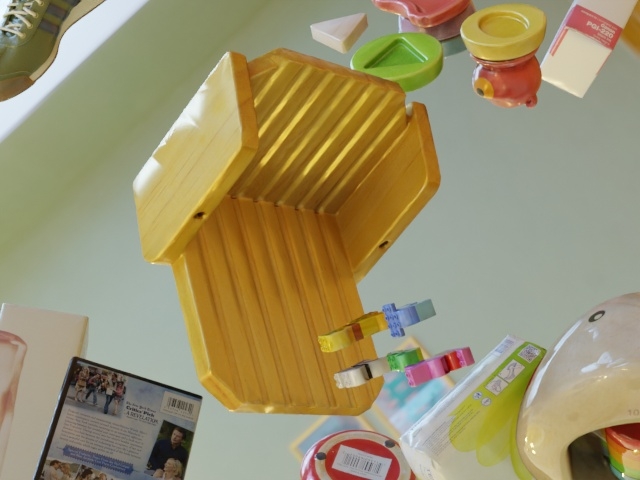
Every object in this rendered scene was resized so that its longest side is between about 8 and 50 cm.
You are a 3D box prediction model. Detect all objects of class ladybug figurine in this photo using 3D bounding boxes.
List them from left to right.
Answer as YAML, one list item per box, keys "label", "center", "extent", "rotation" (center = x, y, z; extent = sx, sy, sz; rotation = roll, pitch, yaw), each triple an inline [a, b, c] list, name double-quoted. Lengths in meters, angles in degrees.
- label: "ladybug figurine"
  center: [0.384, 0.198, 1.505]
  extent: [0.449, 0.305, 0.162]
  rotation: [72, -162, -57]

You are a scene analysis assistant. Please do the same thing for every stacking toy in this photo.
- label: "stacking toy"
  center: [0.159, -0.266, 1.868]
  extent: [0.309, 0.279, 0.130]
  rotation: [48, 158, 52]

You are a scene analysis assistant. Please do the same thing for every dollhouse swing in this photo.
- label: "dollhouse swing"
  center: [0.000, 0.000, 1.549]
  extent: [0.346, 0.315, 0.305]
  rotation: [10, -140, -44]

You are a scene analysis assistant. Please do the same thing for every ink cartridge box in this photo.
- label: "ink cartridge box"
  center: [0.450, -0.366, 2.064]
  extent: [0.092, 0.218, 0.158]
  rotation: [27, 156, 3]

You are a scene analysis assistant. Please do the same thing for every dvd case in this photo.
- label: "dvd case"
  center: [-0.256, 0.273, 1.579]
  extent: [0.180, 0.022, 0.253]
  rotation: [19, -132, -10]

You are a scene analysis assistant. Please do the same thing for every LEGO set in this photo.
- label: "LEGO set"
  center: [0.059, 0.120, 1.413]
  extent: [0.227, 0.093, 0.087]
  rotation: [-19, 90, 62]

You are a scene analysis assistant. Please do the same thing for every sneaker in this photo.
- label: "sneaker"
  center: [-0.246, -0.211, 1.094]
  extent: [0.064, 0.192, 0.086]
  rotation: [20, 145, 21]

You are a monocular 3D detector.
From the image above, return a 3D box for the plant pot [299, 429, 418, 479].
- label: "plant pot"
  center: [0.047, 0.375, 1.765]
  extent: [0.191, 0.191, 0.174]
  rotation: [49, 144, 42]

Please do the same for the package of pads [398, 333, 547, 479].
- label: "package of pads"
  center: [0.257, 0.304, 1.720]
  extent: [0.101, 0.229, 0.297]
  rotation: [27, 154, 56]

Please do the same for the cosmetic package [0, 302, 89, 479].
- label: "cosmetic package"
  center: [-0.416, 0.255, 1.777]
  extent: [0.153, 0.129, 0.296]
  rotation: [107, 171, -53]
